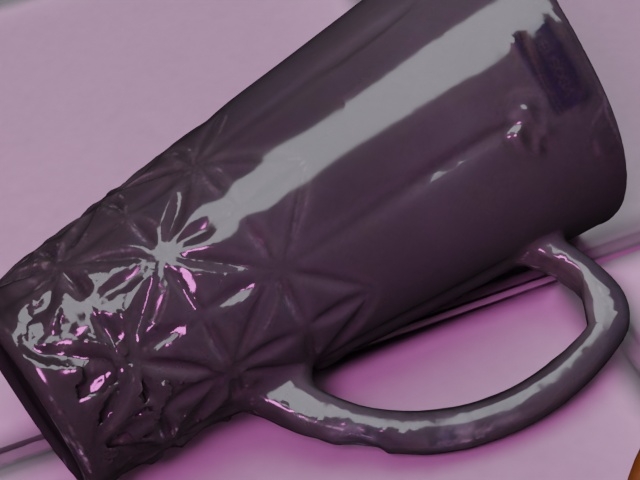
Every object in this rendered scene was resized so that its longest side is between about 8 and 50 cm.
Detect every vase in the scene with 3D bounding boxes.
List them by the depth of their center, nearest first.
[{"bbox_3d":[0.000,0.000,0.750,0.301,0.156,0.251,-32,71,-16],"label":"vase"}]

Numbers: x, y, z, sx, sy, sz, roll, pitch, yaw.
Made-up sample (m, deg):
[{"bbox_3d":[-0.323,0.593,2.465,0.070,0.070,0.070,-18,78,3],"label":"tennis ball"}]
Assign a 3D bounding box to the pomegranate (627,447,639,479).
[{"bbox_3d":[0.275,0.134,0.371,0.417,0.416,0.416,-6,41,5],"label":"pomegranate"}]
